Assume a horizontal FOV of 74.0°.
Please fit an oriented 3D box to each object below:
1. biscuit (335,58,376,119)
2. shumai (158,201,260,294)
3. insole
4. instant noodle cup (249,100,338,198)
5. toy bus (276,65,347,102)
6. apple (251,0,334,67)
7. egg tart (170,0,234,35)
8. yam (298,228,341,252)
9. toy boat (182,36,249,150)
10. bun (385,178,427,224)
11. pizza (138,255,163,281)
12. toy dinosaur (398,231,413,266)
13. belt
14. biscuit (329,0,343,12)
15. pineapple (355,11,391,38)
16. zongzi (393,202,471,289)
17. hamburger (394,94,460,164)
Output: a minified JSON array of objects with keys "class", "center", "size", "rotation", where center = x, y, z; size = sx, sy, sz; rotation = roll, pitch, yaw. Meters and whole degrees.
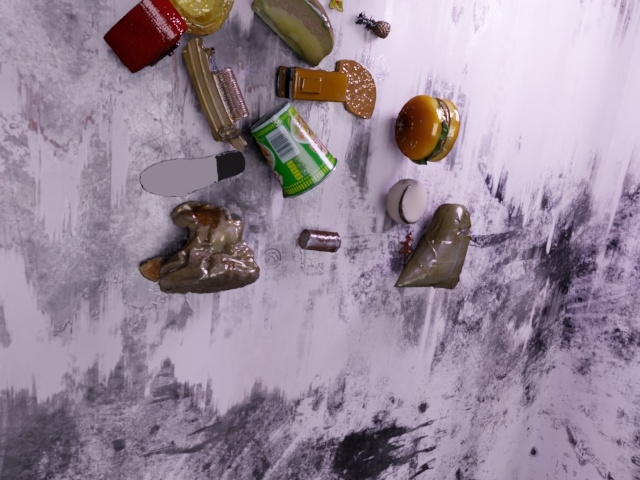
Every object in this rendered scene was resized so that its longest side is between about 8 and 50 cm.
[{"class":"biscuit","center":[0.123,-0.512,1.431],"size":[0.142,0.029,0.221],"rotation":[-46,121,-12]},{"class":"shumai","center":[-0.320,0.017,1.243],"size":[0.314,0.266,0.263],"rotation":[16,63,-61]},{"class":"insole","center":[-0.360,-0.198,1.230],"size":[0.309,0.012,0.110],"rotation":[-23,113,-25]},{"class":"instant noodle cup","center":[-0.092,-0.276,1.276],"size":[0.207,0.207,0.233],"rotation":[-43,115,-15]},{"class":"toy bus","center":[-0.024,-0.472,1.295],"size":[0.200,0.114,0.098],"rotation":[-8,115,-31]},{"class":"apple","center":[-0.048,-0.634,1.202],"size":[0.264,0.193,0.120],"rotation":[34,74,-32]},{"class":"egg tart","center":[-0.327,-0.632,1.083],"size":[0.212,0.090,0.213],"rotation":[-10,109,-31]},{"class":"yam","center":[0.001,0.001,1.471],"size":[0.141,0.079,0.079],"rotation":[7,100,-31]},{"class":"toy boat","center":[-0.274,-0.399,1.171],"size":[0.115,0.089,0.311],"rotation":[-16,109,4]},{"class":"bun","center":[0.312,-0.148,1.596],"size":[0.172,0.119,0.173],"rotation":[-13,111,-36]},{"class":"pizza","center":[-0.482,0.077,1.227],"size":[0.078,0.025,0.083],"rotation":[-57,143,-23]},{"class":"toy dinosaur","center":[0.348,0.038,1.714],"size":[0.055,0.049,0.154],"rotation":[-14,117,-42]},{"class":"belt","center":[-0.413,-0.489,1.019],"size":[0.124,0.200,0.128],"rotation":[51,35,-31]},{"class":"biscuit","center":[0.083,-0.858,1.312],"size":[0.048,0.026,0.292],"rotation":[13,97,-14]},{"class":"pineapple","center":[0.170,-0.709,1.400],"size":[0.124,0.058,0.058],"rotation":[12,97,-20]},{"class":"zongzi","center":[0.439,0.018,1.663],"size":[0.392,0.174,0.357],"rotation":[5,98,-45]},{"class":"hamburger","center":[0.357,-0.390,1.488],"size":[0.169,0.246,0.246],"rotation":[4,102,-21]}]
